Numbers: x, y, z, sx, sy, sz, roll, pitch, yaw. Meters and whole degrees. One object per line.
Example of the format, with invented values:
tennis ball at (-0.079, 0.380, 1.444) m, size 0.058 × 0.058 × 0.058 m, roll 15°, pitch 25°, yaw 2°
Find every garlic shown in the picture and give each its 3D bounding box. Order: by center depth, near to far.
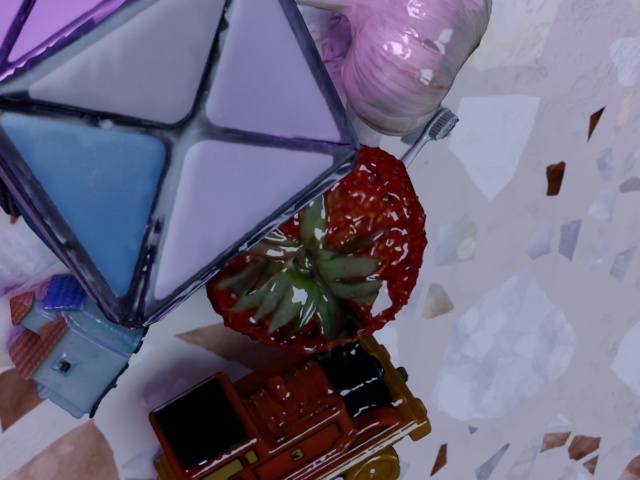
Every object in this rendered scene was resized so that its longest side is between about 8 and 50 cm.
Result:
garlic at (0.072, -0.244, 1.662) m, size 0.212 × 0.218 × 0.218 m, roll 29°, pitch 97°, yaw -3°

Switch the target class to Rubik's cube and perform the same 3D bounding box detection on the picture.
Rubik's cube at (-0.192, -0.144, 1.412) m, size 0.310 × 0.307 × 0.305 m, roll -37°, pitch 129°, yaw -15°

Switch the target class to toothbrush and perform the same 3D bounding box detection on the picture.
toothbrush at (0.073, -0.052, 1.840) m, size 0.288 × 0.024 × 0.021 m, roll -49°, pitch 129°, yaw -3°

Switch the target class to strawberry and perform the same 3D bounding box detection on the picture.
strawberry at (0.001, 0.004, 1.710) m, size 0.261 × 0.257 × 0.261 m, roll 1°, pitch 107°, yaw 4°

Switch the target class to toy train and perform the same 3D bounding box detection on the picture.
toy train at (-0.057, 0.242, 1.778) m, size 0.369 × 0.163 × 0.232 m, roll -30°, pitch 143°, yaw -5°

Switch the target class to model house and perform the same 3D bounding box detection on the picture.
model house at (-0.282, 0.099, 1.630) m, size 0.148 × 0.119 × 0.148 m, roll 34°, pitch 117°, yaw -18°
